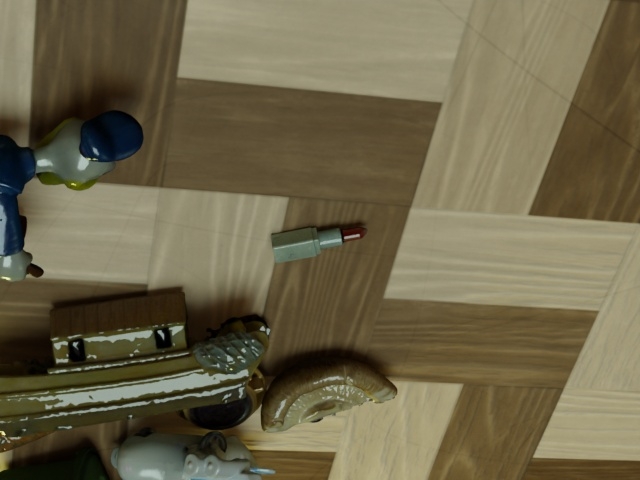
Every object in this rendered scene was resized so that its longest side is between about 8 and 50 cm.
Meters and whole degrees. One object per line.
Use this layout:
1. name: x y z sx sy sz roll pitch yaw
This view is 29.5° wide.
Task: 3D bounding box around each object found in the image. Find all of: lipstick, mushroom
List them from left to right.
1. lipstick: 0.000 -0.001 1.620 0.129 0.030 0.030 -12 131 0
2. mushroom: 0.006 0.215 1.776 0.209 0.072 0.094 -16 128 -11

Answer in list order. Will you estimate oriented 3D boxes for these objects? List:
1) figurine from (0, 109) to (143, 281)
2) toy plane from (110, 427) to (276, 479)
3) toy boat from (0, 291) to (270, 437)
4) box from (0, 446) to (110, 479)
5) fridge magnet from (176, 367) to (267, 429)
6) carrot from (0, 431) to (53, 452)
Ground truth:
1. figurine: -0.362 -0.060 1.406 0.338 0.204 0.283 -16 131 0
2. toy plane: -0.188 0.339 1.791 0.266 0.123 0.267 6 166 1
3. toy boat: -0.287 0.163 1.642 0.445 0.136 0.162 -10 97 -3
4. box: -0.395 0.503 1.848 0.177 0.253 0.329 -8 130 9
5. fridge magnet: -0.147 0.224 1.765 0.143 0.063 0.143 -7 131 -8
6. carrot: -0.437 0.271 1.760 0.186 0.060 0.060 -16 131 4
